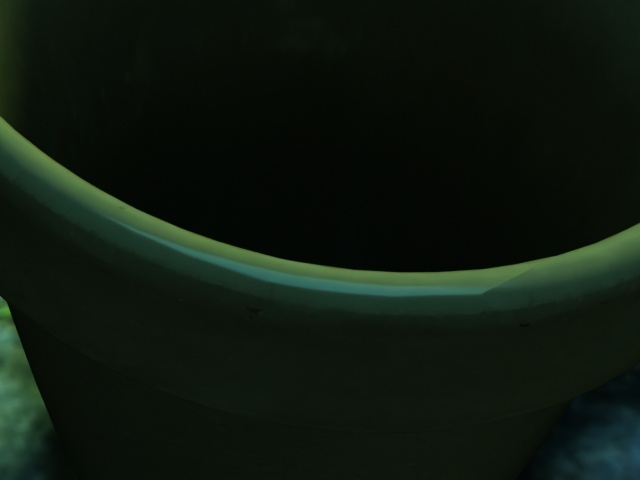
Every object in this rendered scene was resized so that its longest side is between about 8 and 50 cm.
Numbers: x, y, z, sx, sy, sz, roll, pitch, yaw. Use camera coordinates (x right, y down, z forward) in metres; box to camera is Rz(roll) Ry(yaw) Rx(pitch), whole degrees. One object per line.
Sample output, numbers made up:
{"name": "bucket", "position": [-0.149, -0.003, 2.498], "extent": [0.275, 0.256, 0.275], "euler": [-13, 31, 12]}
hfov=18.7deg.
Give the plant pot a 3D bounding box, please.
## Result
{"name": "plant pot", "position": [0.000, 0.000, 0.631], "extent": [0.263, 0.229, 0.263], "euler": [3, 45, -3]}
